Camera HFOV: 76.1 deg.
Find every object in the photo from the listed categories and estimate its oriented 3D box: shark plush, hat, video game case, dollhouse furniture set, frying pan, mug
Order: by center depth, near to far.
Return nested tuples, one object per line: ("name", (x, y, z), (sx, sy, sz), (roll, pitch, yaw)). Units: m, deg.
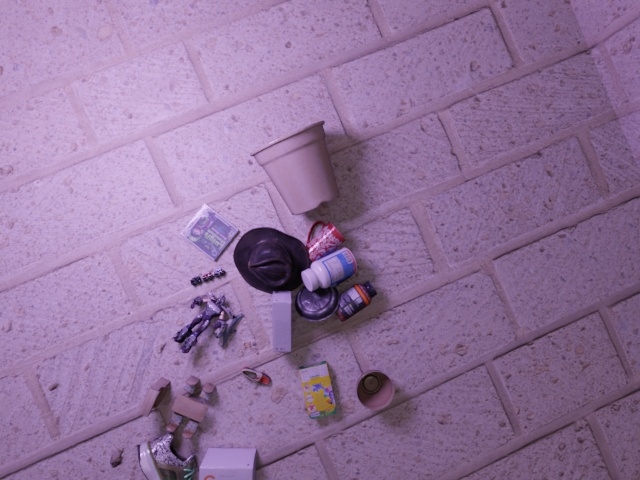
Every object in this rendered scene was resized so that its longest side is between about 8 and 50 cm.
("dollhouse furniture set", (-0.591, 0.681, 1.689), (0.241, 0.161, 0.212), (24, 87, -3))
("hat", (-0.213, 0.111, 1.702), (0.330, 0.134, 0.332), (2, 113, 4))
("frying pan", (0.043, 0.227, 1.750), (0.325, 0.053, 0.197), (-22, 51, -2))
("shark plush", (-0.398, 0.382, 1.781), (0.067, 0.073, 0.161), (46, 65, -21))
("video game case", (-0.484, -0.037, 1.785), (0.190, 0.022, 0.173), (39, 87, -2))
("mug", (0.006, 0.007, 1.791), (0.169, 0.150, 0.113), (-43, 129, 0))

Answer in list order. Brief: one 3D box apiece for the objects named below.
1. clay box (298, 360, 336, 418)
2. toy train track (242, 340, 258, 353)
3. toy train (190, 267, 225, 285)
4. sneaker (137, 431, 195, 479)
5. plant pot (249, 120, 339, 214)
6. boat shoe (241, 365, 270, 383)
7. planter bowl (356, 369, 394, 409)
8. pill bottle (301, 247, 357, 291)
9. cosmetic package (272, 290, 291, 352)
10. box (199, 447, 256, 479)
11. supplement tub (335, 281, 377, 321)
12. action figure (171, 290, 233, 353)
("clay box", (-0.011, 0.652, 1.784), (0.127, 0.053, 0.222), (-12, 91, -4))
("toy train track", (-0.307, 0.470, 1.788), (0.083, 0.014, 0.048), (36, 87, -3))
("toy train", (-0.489, 0.155, 1.778), (0.158, 0.027, 0.036), (-19, 79, -4))
("sneaker", (-0.586, 0.979, 1.699), (0.182, 0.158, 0.411), (-33, 94, -15))
("plant pot", (-0.076, -0.284, 1.694), (0.333, 0.334, 0.306), (-25, 102, -4))
("boat shoe", (-0.280, 0.588, 1.772), (0.136, 0.043, 0.049), (27, 85, -4))
("planter bowl", (0.228, 0.634, 1.773), (0.161, 0.109, 0.162), (0, 88, -3))
("pill bottle", (0.035, 0.127, 1.727), (0.221, 0.124, 0.124), (-24, 90, -21))
("cosmetic package", (-0.161, 0.339, 1.720), (0.085, 0.117, 0.231), (1, 108, -5))
("box", (-0.384, 1.069, 1.691), (0.214, 0.168, 0.346), (3, 89, -4))
("supplement tub", (0.147, 0.260, 1.779), (0.197, 0.106, 0.106), (-33, 91, -4))
("action figure", (-0.494, 0.337, 1.730), (0.185, 0.099, 0.285), (38, 82, 21))
